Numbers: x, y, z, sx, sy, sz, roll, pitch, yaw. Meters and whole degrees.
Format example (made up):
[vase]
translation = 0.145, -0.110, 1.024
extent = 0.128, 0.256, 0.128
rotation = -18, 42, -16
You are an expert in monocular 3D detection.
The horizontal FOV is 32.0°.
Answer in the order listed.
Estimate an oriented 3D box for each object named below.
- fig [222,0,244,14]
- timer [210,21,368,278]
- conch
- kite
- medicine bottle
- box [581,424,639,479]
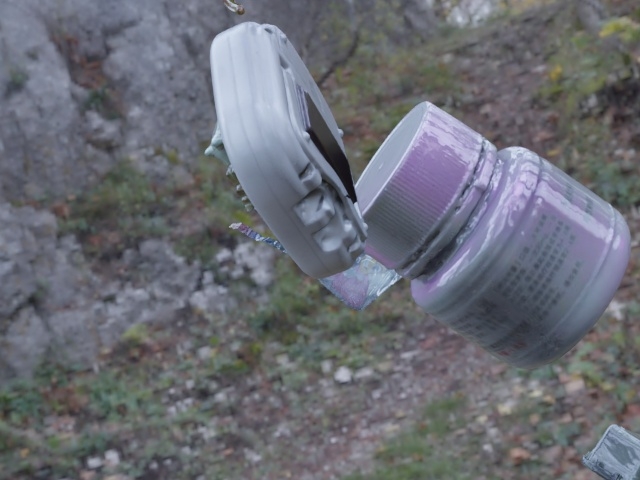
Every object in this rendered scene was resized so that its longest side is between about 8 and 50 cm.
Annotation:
[fig]
translation = -0.159, -0.512, 2.069
extent = 0.175, 0.207, 0.175
rotation = 17, -3, 1
[timer]
translation = -0.028, -0.098, 1.205
extent = 0.087, 0.237, 0.262
rotation = -23, -41, 11
[conch]
translation = -0.136, -0.165, 1.850
extent = 0.114, 0.233, 0.137
rotation = -17, 21, -8
[kite]
translation = -0.001, -0.002, 2.012
extent = 0.360, 0.022, 0.204
rotation = 22, 59, 30
[medicine bottle]
translation = 0.210, -0.009, 1.467
extent = 0.256, 0.325, 0.256
rotation = -56, 9, 14
[box]
translation = 0.562, 0.397, 1.990
extent = 0.172, 0.092, 0.124
rotation = 25, 5, -46
